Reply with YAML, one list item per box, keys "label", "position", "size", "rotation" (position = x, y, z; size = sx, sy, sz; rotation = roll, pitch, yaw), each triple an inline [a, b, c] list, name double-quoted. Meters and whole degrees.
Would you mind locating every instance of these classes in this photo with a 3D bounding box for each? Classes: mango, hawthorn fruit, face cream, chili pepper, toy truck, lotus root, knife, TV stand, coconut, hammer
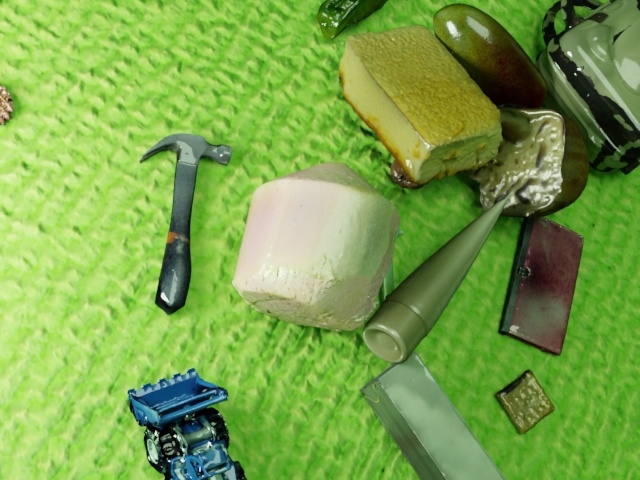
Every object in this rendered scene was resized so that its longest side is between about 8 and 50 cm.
- label: "mango"
  position: [0.289, -0.300, 1.995]
  size: [0.267, 0.133, 0.111]
  rotation: [42, 40, -28]
- label: "hawthorn fruit"
  position: [0.161, -0.130, 1.929]
  size: [0.067, 0.067, 0.103]
  rotation: [40, 59, -5]
- label: "face cream"
  position: [0.189, 0.052, 1.815]
  size: [0.084, 0.137, 0.341]
  rotation: [42, 56, 0]
- label: "chili pepper"
  position: [0.074, -0.423, 2.002]
  size: [0.072, 0.073, 0.204]
  rotation: [44, 58, 13]
- label: "toy truck"
  position: [-0.178, 0.280, 1.595]
  size: [0.113, 0.126, 0.208]
  rotation: [-18, 78, -27]
- label: "lotus root"
  position: [0.360, -0.128, 1.975]
  size: [0.180, 0.199, 0.188]
  rotation: [7, 93, -57]
- label: "knife"
  position: [0.114, 0.038, 1.874]
  size: [0.054, 0.015, 0.212]
  rotation: [11, 66, -27]
- label: "TV stand"
  position: [0.178, 0.308, 1.763]
  size: [0.088, 0.083, 0.269]
  rotation: [-32, 86, -27]
- label: "coconut"
  position: [0.000, 0.000, 1.734]
  size: [0.233, 0.233, 0.245]
  rotation: [22, 71, -14]
- label: "hammer"
  position: [-0.217, -0.030, 1.745]
  size: [0.137, 0.037, 0.289]
  rotation: [13, 66, -19]

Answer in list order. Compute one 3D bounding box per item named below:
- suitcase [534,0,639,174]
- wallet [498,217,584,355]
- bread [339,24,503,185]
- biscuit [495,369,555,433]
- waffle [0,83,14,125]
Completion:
- label: "suitcase"
  position: [0.554, -0.329, 2.097]
  size: [0.351, 0.194, 0.339]
  rotation: [-34, 84, -29]
- label: "wallet"
  position: [0.380, 0.073, 1.968]
  size: [0.119, 0.025, 0.232]
  rotation: [24, 64, -14]
- label: "bread"
  position: [0.162, -0.228, 1.902]
  size: [0.185, 0.114, 0.274]
  rotation: [-16, 58, -31]
- label: "biscuit"
  position: [0.334, 0.263, 1.880]
  size: [0.083, 0.018, 0.081]
  rotation: [-32, 85, -28]
- label: "waffle"
  position: [-0.495, -0.202, 1.698]
  size: [0.083, 0.029, 0.075]
  rotation: [-3, 72, -22]
